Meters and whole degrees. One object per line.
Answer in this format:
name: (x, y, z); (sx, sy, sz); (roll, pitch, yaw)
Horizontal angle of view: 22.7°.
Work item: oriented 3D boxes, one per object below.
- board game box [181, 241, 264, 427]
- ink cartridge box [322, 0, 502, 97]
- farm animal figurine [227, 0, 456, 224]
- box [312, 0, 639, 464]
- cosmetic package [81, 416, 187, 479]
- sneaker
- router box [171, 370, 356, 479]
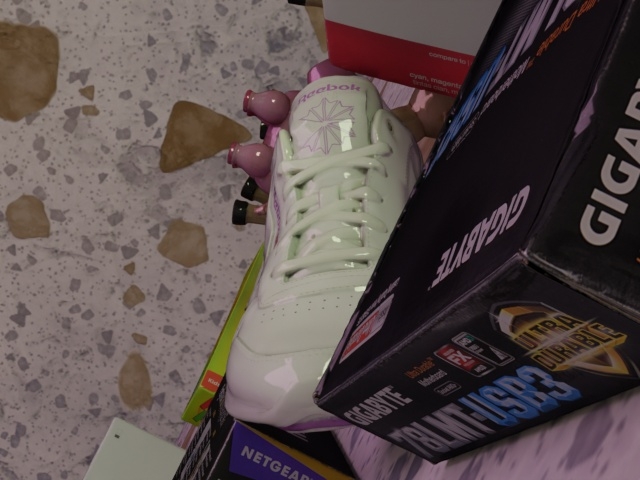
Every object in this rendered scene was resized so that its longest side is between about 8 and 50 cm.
board game box: (-0.035, 0.087, 1.259); (0.043, 0.092, 0.181); (-61, 5, 40)
ink cartridge box: (0.077, -0.184, 0.862); (0.176, 0.127, 0.128); (81, -148, -51)
farm animal figurine: (0.061, -0.163, 1.137); (0.330, 0.172, 0.327); (101, -175, -53)
box: (0.110, -0.073, 0.601); (0.293, 0.073, 0.295); (-63, 3, -17)
cosmetic package: (-0.229, 0.349, 1.738); (0.224, 0.138, 0.225); (-66, 6, -30)
sneaker: (0.000, 0.000, 0.871); (0.305, 0.114, 0.152); (-75, -25, -68)
router box: (-0.077, 0.218, 1.021); (0.243, 0.081, 0.309); (-64, 4, 0)
